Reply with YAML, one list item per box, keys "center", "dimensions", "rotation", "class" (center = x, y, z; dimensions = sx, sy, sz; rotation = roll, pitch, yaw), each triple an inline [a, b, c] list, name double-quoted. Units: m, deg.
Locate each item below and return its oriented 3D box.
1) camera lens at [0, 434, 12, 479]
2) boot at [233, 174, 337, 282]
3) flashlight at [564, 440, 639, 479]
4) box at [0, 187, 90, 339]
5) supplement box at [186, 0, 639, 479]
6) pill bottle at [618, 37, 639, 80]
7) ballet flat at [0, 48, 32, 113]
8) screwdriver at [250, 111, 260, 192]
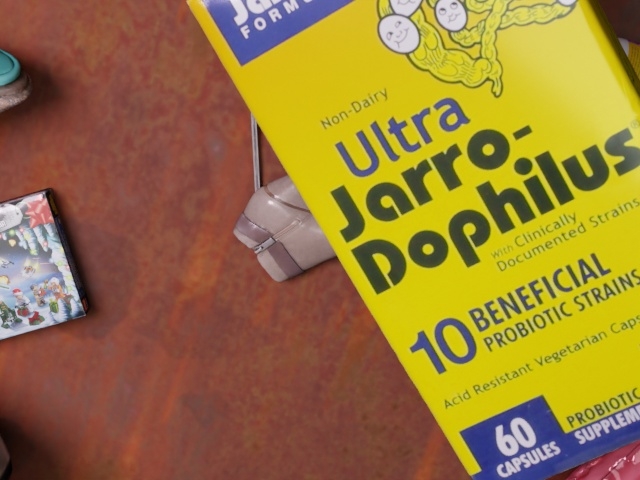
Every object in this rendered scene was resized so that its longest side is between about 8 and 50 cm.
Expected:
- center: [-0.359, 0.162, 0.759]
  dimensions: [0.274, 0.219, 0.219]
  rotation: [35, 97, -9]
  class: "camera lens"
- center: [0.000, 0.000, 0.844]
  dimensions: [0.087, 0.042, 0.118]
  rotation: [-41, 107, 14]
  class: "boot"
- center: [0.227, 0.155, 0.851]
  dimensions: [0.304, 0.103, 0.103]
  rotation: [-44, 101, 4]
  class: "flashlight"
- center: [-0.244, 0.026, 0.837]
  dimensions: [0.137, 0.027, 0.094]
  rotation: [-17, 100, 0]
  class: "box"
- center: [0.109, -0.056, 0.738]
  dimensions: [0.194, 0.195, 0.356]
  rotation: [-28, 101, 18]
  class: "supplement box"
- center: [0.221, -0.116, 0.828]
  dimensions: [0.083, 0.043, 0.043]
  rotation: [18, 99, -7]
  class: "pill bottle"
- center: [-0.348, -0.094, 0.783]
  dimensions: [0.316, 0.107, 0.106]
  rotation: [10, 120, 0]
  class: "ballet flat"
- center: [-0.048, -0.096, 0.834]
  dimensions: [0.024, 0.025, 0.170]
  rotation: [-4, 110, -3]
  class: "screwdriver"
